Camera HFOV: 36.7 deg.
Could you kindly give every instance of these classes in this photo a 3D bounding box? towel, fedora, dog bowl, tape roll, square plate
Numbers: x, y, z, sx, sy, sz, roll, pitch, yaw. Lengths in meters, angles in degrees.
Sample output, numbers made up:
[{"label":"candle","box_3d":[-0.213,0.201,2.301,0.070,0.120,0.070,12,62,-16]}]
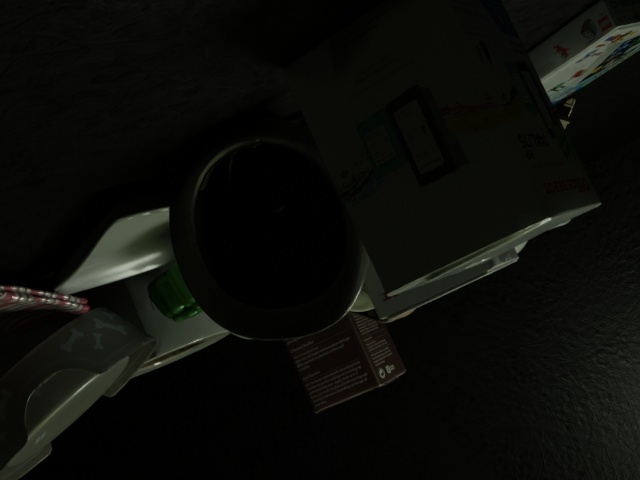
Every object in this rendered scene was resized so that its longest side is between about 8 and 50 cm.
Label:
[{"label":"towel","box_3d":[-0.449,0.101,1.392,0.144,0.029,0.197,-17,163,22]},{"label":"fedora","box_3d":[-0.058,-0.025,1.208,0.244,0.275,0.124,-12,-162,8]},{"label":"dog bowl","box_3d":[-0.420,0.244,1.525,0.349,0.102,0.349,-44,175,-5]},{"label":"tape roll","box_3d":[-0.309,0.141,1.793,0.246,0.169,0.246,-23,172,-4]},{"label":"square plate","box_3d":[-0.208,-0.026,1.406,0.344,0.049,0.347,-19,171,-36]}]

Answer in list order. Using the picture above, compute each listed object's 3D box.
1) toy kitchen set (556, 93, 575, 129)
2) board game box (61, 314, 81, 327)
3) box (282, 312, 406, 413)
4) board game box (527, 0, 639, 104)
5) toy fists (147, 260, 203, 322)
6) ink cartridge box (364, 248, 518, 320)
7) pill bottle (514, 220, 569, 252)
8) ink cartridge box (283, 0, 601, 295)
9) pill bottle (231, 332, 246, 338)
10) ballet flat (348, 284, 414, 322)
[{"label":"toy kitchen set","box_3d":[0.460,-0.264,1.920,0.083,0.075,0.068,-75,-179,-58]},{"label":"board game box","box_3d":[-0.444,0.153,2.003,0.103,0.026,0.154,-29,171,39]},{"label":"box","box_3d":[0.010,0.163,2.124,0.191,0.381,0.143,-28,174,31]},{"label":"board game box","box_3d":[0.390,-0.279,1.473,0.193,0.053,0.305,-18,170,-36]},{"label":"toy fists","box_3d":[-0.189,0.065,1.559,0.142,0.096,0.279,-21,176,-29]},{"label":"ink cartridge box","box_3d":[0.137,-0.049,1.433,0.201,0.278,0.117,-28,171,31]},{"label":"pill bottle","box_3d":[0.201,-0.054,1.607,0.408,0.228,0.229,-20,177,38]},{"label":"ink cartridge box","box_3d":[0.134,-0.109,1.036,0.197,0.270,0.198,-28,172,29]},{"label":"pill bottle","box_3d":[-0.062,0.065,1.895,0.204,0.204,0.361,-18,170,-40]},{"label":"ballet flat","box_3d":[0.003,0.062,1.572,0.316,0.107,0.106,11,-157,20]}]
